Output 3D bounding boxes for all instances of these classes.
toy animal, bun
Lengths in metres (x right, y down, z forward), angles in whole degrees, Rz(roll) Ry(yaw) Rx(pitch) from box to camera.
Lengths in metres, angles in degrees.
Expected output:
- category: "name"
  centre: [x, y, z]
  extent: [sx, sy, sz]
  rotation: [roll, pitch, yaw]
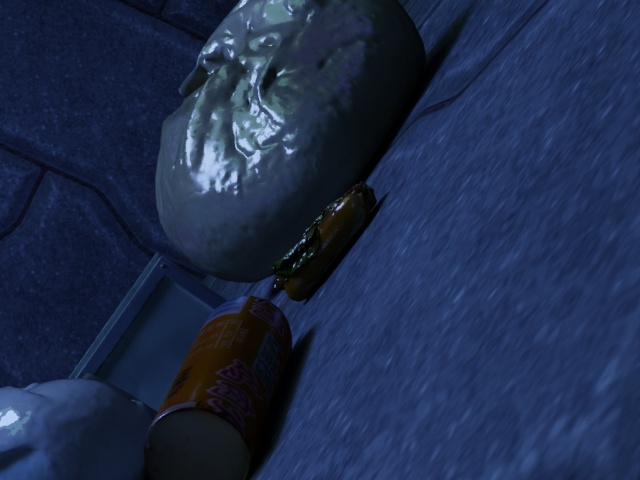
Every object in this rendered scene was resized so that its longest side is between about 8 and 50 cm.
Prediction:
- category: "toy animal"
  centre: [-0.256, 0.215, 1.357]
  extent: [0.289, 0.249, 0.174]
  rotation: [-8, 74, 33]
- category: "bun"
  centre: [-0.048, -0.134, 1.540]
  extent: [0.361, 0.213, 0.361]
  rotation: [-54, 8, 10]

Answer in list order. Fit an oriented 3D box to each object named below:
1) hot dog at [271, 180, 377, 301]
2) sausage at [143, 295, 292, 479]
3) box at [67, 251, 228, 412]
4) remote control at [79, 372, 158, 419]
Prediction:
- category: "hot dog"
  centre: [0.000, 0.000, 1.181]
  extent: [0.133, 0.041, 0.056]
  rotation: [-52, 5, 29]
- category: "sausage"
  centre: [-0.062, 0.095, 0.988]
  extent: [0.071, 0.071, 0.234]
  rotation: [-53, 6, 20]
- category: "box"
  centre: [-0.210, 0.146, 1.710]
  extent: [0.225, 0.129, 0.086]
  rotation: [-57, 6, -20]
- category: "remote control"
  centre: [-0.251, 0.233, 1.596]
  extent: [0.038, 0.123, 0.285]
  rotation: [-60, 5, -32]
